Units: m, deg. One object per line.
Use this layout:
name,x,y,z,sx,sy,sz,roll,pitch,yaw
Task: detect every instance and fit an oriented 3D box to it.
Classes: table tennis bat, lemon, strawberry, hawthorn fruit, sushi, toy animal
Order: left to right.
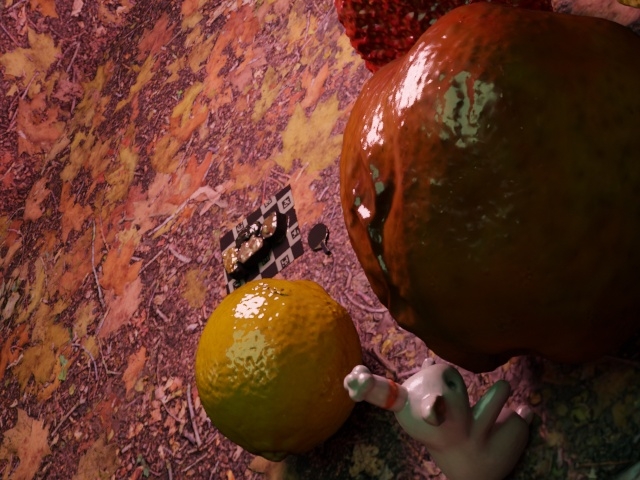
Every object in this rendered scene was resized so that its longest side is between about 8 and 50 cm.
sushi,-0.139,0.000,1.813,0.215,0.050,0.192,-37,44,26
lemon,-0.066,0.196,1.441,0.293,0.293,0.293,-26,50,35
table tennis bat,0.000,0.000,1.697,0.050,0.007,0.083,-48,39,14
strawberry,0.191,-0.360,1.443,0.312,0.351,0.267,-29,40,40
toy animal,0.164,0.216,1.188,0.140,0.282,0.138,0,52,45
hawthorn fruit,0.227,-0.056,1.159,0.472,0.472,0.472,-26,50,35

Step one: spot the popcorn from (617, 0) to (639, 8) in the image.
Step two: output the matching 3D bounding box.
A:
popcorn,0.463,-0.448,1.216,0.321,0.325,0.290,-3,73,65

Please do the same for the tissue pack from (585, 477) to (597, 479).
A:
tissue pack,0.229,0.427,1.020,0.305,0.238,0.238,-43,42,22
